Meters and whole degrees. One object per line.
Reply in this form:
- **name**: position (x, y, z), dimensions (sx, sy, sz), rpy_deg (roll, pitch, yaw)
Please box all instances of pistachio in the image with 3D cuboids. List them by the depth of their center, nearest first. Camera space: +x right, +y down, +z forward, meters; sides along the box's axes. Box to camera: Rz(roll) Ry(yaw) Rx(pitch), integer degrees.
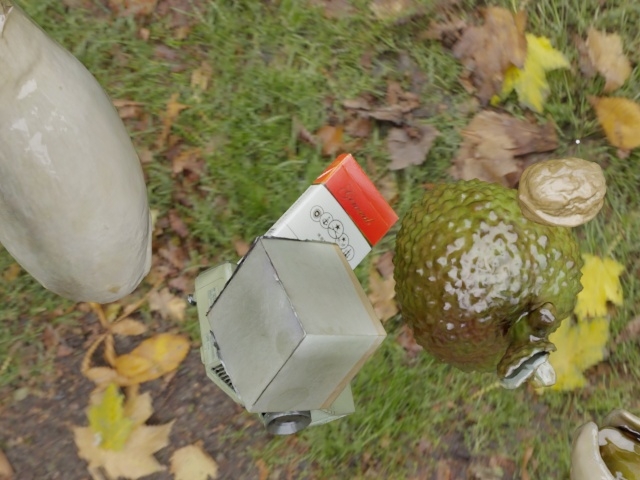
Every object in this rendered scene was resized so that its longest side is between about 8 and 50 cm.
- **pistachio**: position (0.339, 0.297, 1.224), dimensions (0.153, 0.138, 0.238), rpy_deg (-25, 78, 57)

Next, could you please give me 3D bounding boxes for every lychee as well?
- **lychee**: position (0.224, 0.052, 1.575), dimensions (0.320, 0.270, 0.270), rpy_deg (22, 101, 41)

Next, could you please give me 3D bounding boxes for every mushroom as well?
- **mushroom**: position (-0.205, -0.075, 0.821), dimensions (0.128, 0.350, 0.128), rpy_deg (-7, 56, 10)

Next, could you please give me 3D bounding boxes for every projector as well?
- **projector**: position (-0.061, 0.158, 1.526), dimensions (0.088, 0.269, 0.193), rpy_deg (-27, 54, 23)

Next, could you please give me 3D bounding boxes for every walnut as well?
- **walnut**: position (0.257, -0.052, 1.242), dimensions (0.096, 0.079, 0.082), rpy_deg (-7, 64, -13)

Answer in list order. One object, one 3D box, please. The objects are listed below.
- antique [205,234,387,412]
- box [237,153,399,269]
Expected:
- **antique**: position (-0.026, 0.097, 1.334), dimensions (0.146, 0.148, 0.152), rpy_deg (-55, 47, 34)
- **box**: position (0.000, 0.000, 1.714), dimensions (0.245, 0.035, 0.139), rpy_deg (-49, 114, -23)
